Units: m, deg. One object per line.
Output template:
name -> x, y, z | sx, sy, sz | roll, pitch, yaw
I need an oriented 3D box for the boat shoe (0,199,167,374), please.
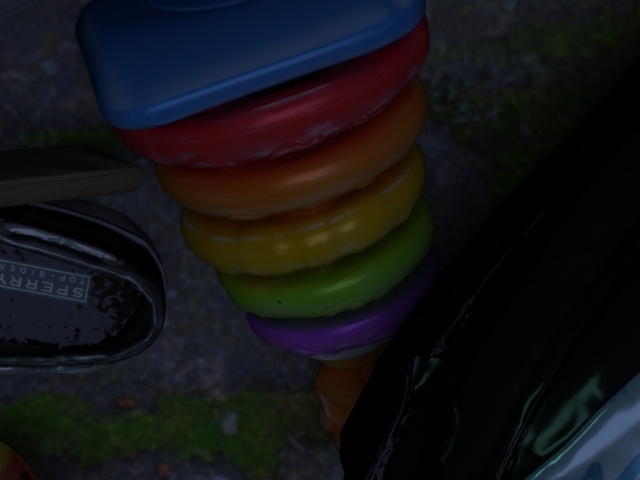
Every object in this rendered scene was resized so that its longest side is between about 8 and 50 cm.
boat shoe -> -0.230, 0.019, 0.826 | 0.306, 0.105, 0.113 | 12, 100, -11

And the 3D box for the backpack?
backpack -> 0.177, 0.047, 0.761 | 0.356, 0.290, 0.273 | -34, 109, -19

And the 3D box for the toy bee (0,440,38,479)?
toy bee -> -0.129, 0.215, 0.850 | 0.162, 0.195, 0.298 | -21, 87, -25

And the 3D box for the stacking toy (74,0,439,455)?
stacking toy -> 0.000, 0.000, 0.844 | 0.166, 0.175, 0.301 | -20, 116, -5

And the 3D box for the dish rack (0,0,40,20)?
dish rack -> -0.163, -0.262, 0.680 | 0.072, 0.285, 0.332 | -17, 104, 19

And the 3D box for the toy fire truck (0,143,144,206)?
toy fire truck -> -0.218, -0.088, 0.775 | 0.158, 0.217, 0.246 | -36, 137, -7
